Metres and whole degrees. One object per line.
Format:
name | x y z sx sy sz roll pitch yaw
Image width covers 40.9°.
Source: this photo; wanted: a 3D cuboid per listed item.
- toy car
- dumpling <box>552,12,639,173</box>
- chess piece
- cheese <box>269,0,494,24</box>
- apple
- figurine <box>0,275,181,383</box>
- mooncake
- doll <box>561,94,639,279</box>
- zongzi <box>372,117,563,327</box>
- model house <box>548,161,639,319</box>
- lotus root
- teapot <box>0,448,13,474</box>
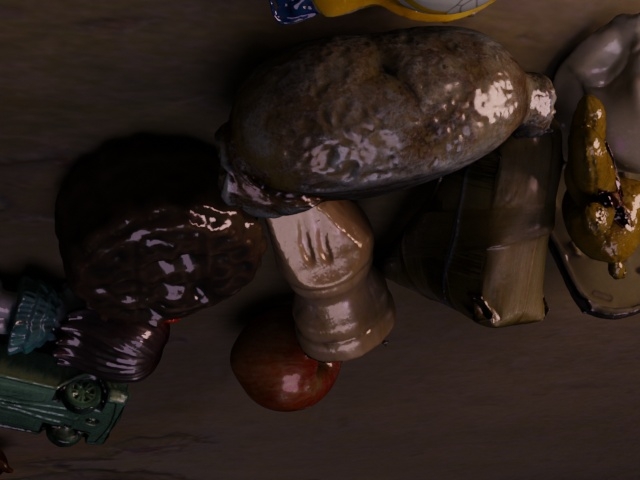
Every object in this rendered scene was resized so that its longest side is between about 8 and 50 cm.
toy car | -0.410 0.177 1.100 0.320 0.097 0.141 17 135 -18
dumpling | 0.344 -0.158 0.937 0.179 0.131 0.252 30 149 -19
chess piece | 0.000 0.000 1.012 0.137 0.137 0.301 -16 128 2
cheese | 0.083 -0.253 0.750 0.270 0.069 0.177 -14 143 0
apple | -0.048 0.160 1.172 0.130 0.146 0.146 0 150 27
figurine | -0.297 0.097 1.041 0.245 0.110 0.138 14 132 -21
mooncake | -0.174 0.001 0.945 0.228 0.124 0.228 -10 143 -8
doll | 0.305 -0.059 0.914 0.097 0.137 0.209 -12 142 12
zongzi | 0.158 -0.048 1.026 0.125 0.274 0.251 2 101 -33
model house | 0.409 0.033 1.114 0.204 0.218 0.279 -22 147 10
lotus root | 0.064 -0.127 0.828 0.349 0.175 0.175 -14 143 -9
teapot | -0.532 0.350 1.301 0.129 0.078 0.098 -12 143 -4
